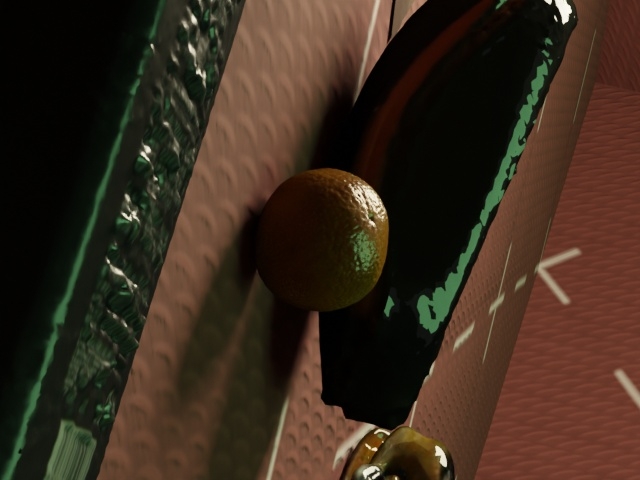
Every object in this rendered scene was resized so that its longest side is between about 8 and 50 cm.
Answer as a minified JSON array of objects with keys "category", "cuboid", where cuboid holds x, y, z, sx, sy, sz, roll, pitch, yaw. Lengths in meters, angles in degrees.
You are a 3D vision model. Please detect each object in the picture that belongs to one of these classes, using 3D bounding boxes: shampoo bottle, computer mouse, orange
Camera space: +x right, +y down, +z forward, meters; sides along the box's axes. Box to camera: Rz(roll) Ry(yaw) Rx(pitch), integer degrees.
[{"category":"shampoo bottle","cuboid":[-0.067,-0.058,0.554,0.098,0.071,0.309,66,39,-71]},{"category":"computer mouse","cuboid":[0.066,-0.040,1.138,0.183,0.116,0.323,69,44,-76]},{"category":"orange","cuboid":[0.000,0.000,0.966,0.085,0.085,0.085,14,90,-79]}]

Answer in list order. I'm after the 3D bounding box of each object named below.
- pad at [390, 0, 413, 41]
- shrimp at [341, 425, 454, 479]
[{"category":"pad","cuboid":[0.081,-0.231,1.261,0.188,0.006,0.113,-61,162,-52]},{"category":"shrimp","cuboid":[0.014,0.365,1.436,0.221,0.110,0.446,88,21,-72]}]
